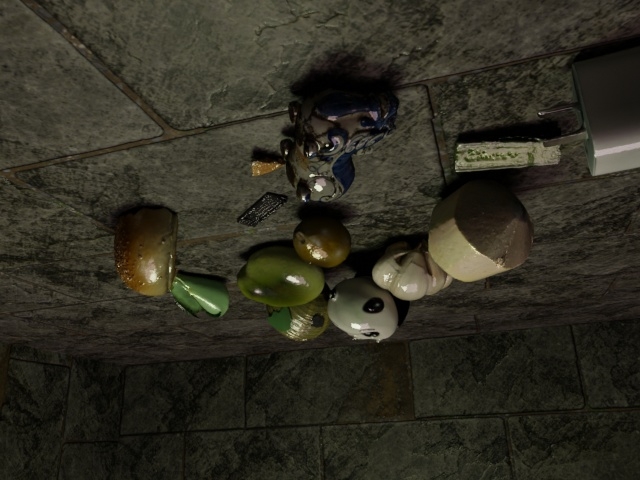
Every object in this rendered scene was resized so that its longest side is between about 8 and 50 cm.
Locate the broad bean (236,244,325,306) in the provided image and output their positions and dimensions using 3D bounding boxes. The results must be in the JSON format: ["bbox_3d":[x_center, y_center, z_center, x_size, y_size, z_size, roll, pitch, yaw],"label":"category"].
[{"bbox_3d":[-0.129,0.117,1.735,0.291,0.119,0.238,-5,128,18],"label":"broad bean"}]

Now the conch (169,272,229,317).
[{"bbox_3d":[-0.445,0.202,1.971,0.250,0.137,0.143,11,156,-32],"label":"conch"}]

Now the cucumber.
[{"bbox_3d":[0.384,-0.192,1.141,0.211,0.062,0.078,-2,126,14],"label":"cucumber"}]

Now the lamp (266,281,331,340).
[{"bbox_3d":[-0.055,0.209,1.915,0.250,0.250,0.284,10,133,-31],"label":"lamp"}]

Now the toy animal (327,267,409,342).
[{"bbox_3d":[0.155,0.209,1.835,0.251,0.251,0.310,-12,176,23],"label":"toy animal"}]

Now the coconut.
[{"bbox_3d":[0.392,-0.028,1.332,0.239,0.239,0.244,6,158,-21],"label":"coconut"}]

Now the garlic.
[{"bbox_3d":[0.302,0.088,1.700,0.281,0.185,0.203,2,137,-7],"label":"garlic"}]

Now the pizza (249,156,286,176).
[{"bbox_3d":[-0.122,-0.168,1.182,0.083,0.025,0.078,-17,161,17],"label":"pizza"}]

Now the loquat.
[{"bbox_3d":[0.000,0.000,1.476,0.152,0.152,0.195,-15,168,31],"label":"loquat"}]

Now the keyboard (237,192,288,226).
[{"bbox_3d":[-0.155,-0.077,1.436,0.060,0.018,0.195,13,154,-28],"label":"keyboard"}]

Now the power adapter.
[{"bbox_3d":[0.496,-0.214,0.903,0.255,0.187,0.124,-10,157,20],"label":"power adapter"}]

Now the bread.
[{"bbox_3d":[-0.473,0.055,1.499,0.171,0.192,0.314,2,159,-16],"label":"bread"}]

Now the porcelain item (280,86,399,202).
[{"bbox_3d":[0.030,-0.183,1.041,0.186,0.138,0.288,-15,158,-16],"label":"porcelain item"}]
